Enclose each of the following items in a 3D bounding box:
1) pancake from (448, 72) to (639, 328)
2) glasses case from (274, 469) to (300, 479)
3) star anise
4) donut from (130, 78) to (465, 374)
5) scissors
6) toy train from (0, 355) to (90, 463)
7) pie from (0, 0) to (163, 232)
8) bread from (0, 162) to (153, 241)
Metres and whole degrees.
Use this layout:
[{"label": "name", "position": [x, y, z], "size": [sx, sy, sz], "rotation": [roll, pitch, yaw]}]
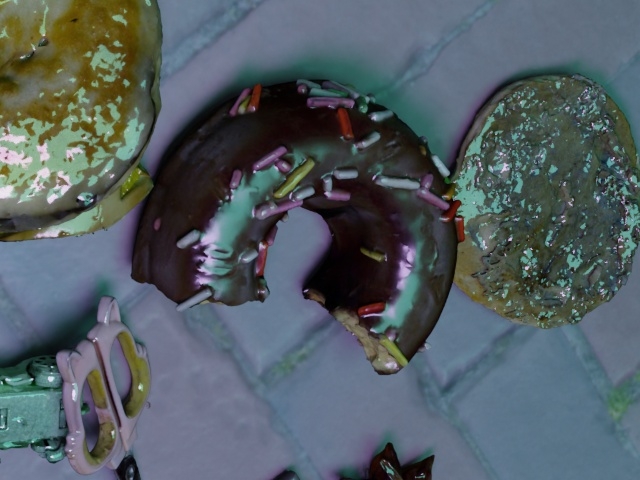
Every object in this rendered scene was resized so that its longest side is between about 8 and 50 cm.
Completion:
[{"label": "pancake", "position": [0.244, -0.041, 2.017], "size": [0.282, 0.049, 0.282], "rotation": [-7, 106, -26]}, {"label": "glasses case", "position": [-0.087, 0.321, 1.942], "size": [0.190, 0.042, 0.072], "rotation": [-36, 111, -15]}, {"label": "star anise", "position": [0.067, 0.294, 2.012], "size": [0.168, 0.057, 0.168], "rotation": [-13, 119, -25]}, {"label": "donut", "position": [0.006, -0.022, 1.846], "size": [0.345, 0.136, 0.259], "rotation": [21, 96, -33]}, {"label": "scissors", "position": [-0.193, 0.206, 1.831], "size": [0.160, 0.024, 0.317], "rotation": [-57, 145, -46]}, {"label": "toy train", "position": [-0.282, 0.154, 1.773], "size": [0.149, 0.081, 0.099], "rotation": [-5, 107, -21]}, {"label": "pie", "position": [-0.297, -0.165, 1.658], "size": [0.339, 0.077, 0.339], "rotation": [-1, 94, -19]}, {"label": "bread", "position": [-0.228, -0.052, 1.746], "size": [0.157, 0.083, 0.094], "rotation": [-6, 94, -26]}]
